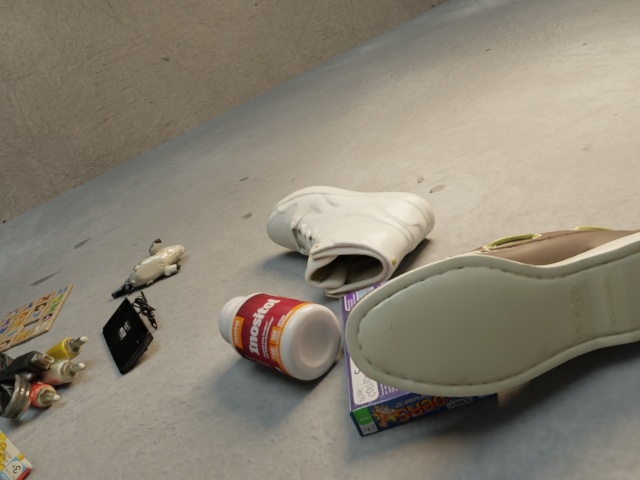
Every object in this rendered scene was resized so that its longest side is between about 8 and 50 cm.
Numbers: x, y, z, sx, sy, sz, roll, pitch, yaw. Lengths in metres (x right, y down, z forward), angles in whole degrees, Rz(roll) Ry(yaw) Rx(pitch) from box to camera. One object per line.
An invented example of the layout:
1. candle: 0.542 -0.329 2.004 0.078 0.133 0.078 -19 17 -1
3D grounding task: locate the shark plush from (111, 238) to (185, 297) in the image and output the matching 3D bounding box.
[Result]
1. shark plush: -0.335 0.067 1.061 0.161 0.073 0.067 -49 7 -4

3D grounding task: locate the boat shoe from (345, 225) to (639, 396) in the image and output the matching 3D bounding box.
1. boat shoe: 0.171 0.052 0.478 0.324 0.116 0.097 -12 8 -10

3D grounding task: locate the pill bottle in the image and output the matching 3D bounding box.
1. pill bottle: -0.055 0.109 0.646 0.152 0.086 0.086 4 37 47

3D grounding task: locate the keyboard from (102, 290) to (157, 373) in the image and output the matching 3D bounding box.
1. keyboard: -0.300 0.146 0.874 0.100 0.038 0.192 -54 32 -8

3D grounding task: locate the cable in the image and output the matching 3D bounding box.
1. cable: -0.480 0.231 0.859 0.287 0.072 0.139 -21 39 37

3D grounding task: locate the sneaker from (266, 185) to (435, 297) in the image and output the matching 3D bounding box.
1. sneaker: 0.000 0.000 0.789 0.293 0.108 0.169 -2 30 38

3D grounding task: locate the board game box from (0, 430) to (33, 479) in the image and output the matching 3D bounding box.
1. board game box: -0.492 0.308 0.574 0.144 0.142 0.275 -9 28 32

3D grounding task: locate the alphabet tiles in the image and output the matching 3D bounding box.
1. alphabet tiles: -0.653 0.185 1.128 0.237 0.009 0.198 -24 25 -1

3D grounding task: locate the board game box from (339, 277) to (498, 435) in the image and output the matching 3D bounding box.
1. board game box: 0.092 0.105 0.580 0.136 0.035 0.201 -20 25 10
